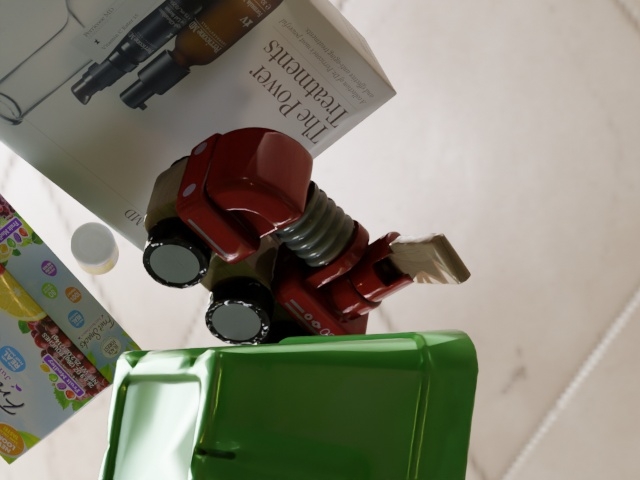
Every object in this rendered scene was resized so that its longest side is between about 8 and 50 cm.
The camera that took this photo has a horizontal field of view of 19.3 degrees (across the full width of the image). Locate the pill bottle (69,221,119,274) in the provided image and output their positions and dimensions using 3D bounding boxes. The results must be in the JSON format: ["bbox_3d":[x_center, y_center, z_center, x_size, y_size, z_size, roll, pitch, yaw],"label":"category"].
[{"bbox_3d":[-0.218,0.010,1.817,0.083,0.043,0.043,102,153,-79],"label":"pill bottle"}]

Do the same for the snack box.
[{"bbox_3d":[-0.294,0.081,1.731,0.207,0.070,0.174,50,127,-4],"label":"snack box"}]

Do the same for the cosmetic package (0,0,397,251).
[{"bbox_3d":[-0.147,-0.165,1.668,0.284,0.377,0.097,-37,46,12],"label":"cosmetic package"}]

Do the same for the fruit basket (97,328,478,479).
[{"bbox_3d":[0.044,0.243,1.239,0.283,0.392,0.392,-8,91,62],"label":"fruit basket"}]

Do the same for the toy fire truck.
[{"bbox_3d":[0.000,0.000,1.572,0.246,0.217,0.158,-29,29,29],"label":"toy fire truck"}]
